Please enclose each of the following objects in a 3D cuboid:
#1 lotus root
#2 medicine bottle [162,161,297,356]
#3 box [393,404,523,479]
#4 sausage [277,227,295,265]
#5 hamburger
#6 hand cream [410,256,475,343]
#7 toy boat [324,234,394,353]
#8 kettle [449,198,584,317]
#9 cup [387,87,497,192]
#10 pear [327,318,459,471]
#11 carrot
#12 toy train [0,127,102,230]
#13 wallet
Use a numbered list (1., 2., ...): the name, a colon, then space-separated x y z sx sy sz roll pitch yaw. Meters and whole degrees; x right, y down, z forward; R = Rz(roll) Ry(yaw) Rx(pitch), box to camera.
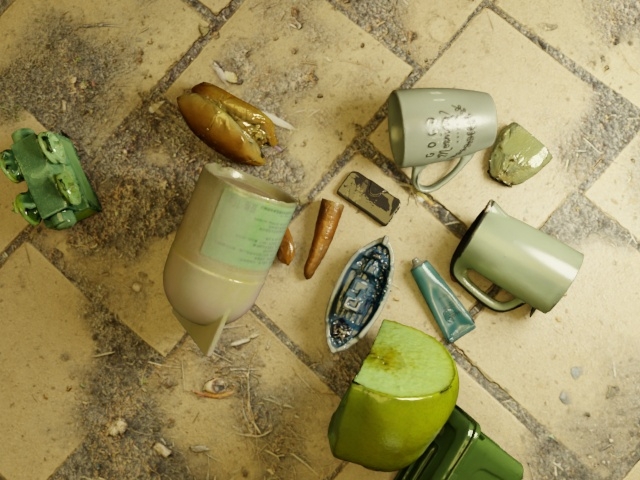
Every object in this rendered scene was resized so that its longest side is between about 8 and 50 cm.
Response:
1. lotus root: 0.482 -0.202 1.567 0.143 0.070 0.144 36 88 8
2. medicine bottle: -0.236 0.046 1.502 0.236 0.236 0.406 25 103 7
3. box: 0.286 0.551 1.414 0.178 0.253 0.328 32 88 -2
4. sausage: -0.109 -0.023 1.603 0.062 0.054 0.183 -36 80 40
5. hamburger: -0.246 -0.300 1.595 0.283 0.156 0.144 32 87 5
6. hand cream: 0.288 0.139 1.562 0.083 0.048 0.224 -33 87 -2
7. toy boat: 0.095 0.129 1.525 0.129 0.142 0.309 25 87 9
8. kettle: 0.446 0.061 1.505 0.255 0.165 0.240 30 115 8
9. cup: 0.295 -0.244 1.553 0.234 0.186 0.257 -5 113 -4
10. pear: 0.157 0.385 1.421 0.239 0.342 0.317 21 113 11
11. carrot: 0.000 0.000 1.595 0.061 0.061 0.209 18 90 6
12. toy train: -0.676 -0.150 1.598 0.159 0.188 0.271 -26 84 2
13. wallet: 0.124 -0.108 1.612 0.157 0.018 0.082 37 87 8
